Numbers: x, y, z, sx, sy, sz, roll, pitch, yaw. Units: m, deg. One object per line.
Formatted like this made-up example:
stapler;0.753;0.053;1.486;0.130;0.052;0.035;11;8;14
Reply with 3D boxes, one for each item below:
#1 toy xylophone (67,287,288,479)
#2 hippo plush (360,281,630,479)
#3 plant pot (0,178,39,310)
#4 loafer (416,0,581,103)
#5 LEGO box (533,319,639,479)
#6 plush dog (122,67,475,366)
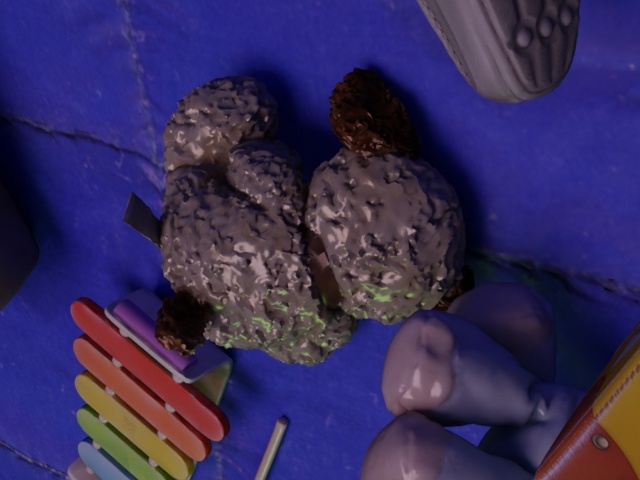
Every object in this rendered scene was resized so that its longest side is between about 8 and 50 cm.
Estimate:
toy xylophone;-0.157;0.191;1.289;0.236;0.081;0.323;32;135;22
hippo plush;0.184;0.169;0.833;0.236;0.234;0.294;-3;120;41
plant pot;-0.449;-0.024;1.276;0.280;0.323;0.323;47;142;-19
loafer;0.056;-0.228;0.712;0.111;0.112;0.320;-10;103;52
LEGO box;0.365;0.016;0.435;0.372;0.193;0.500;37;136;12
plush dog;0.000;0.000;0.956;0.225;0.211;0.263;-15;110;19
